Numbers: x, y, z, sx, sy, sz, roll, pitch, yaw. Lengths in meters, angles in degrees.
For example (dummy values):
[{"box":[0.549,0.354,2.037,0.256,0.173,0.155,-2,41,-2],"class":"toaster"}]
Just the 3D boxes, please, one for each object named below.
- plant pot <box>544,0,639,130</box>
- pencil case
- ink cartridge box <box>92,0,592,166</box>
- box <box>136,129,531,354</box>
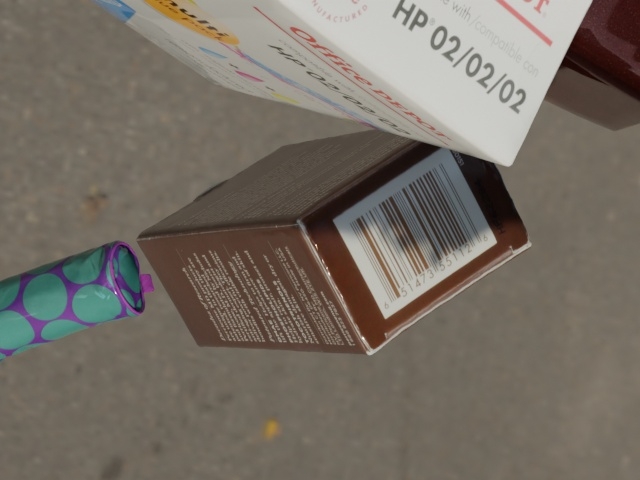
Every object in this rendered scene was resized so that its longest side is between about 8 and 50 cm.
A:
[{"box":[0.204,-0.226,1.426,0.267,0.235,0.267,-49,-178,-4],"class":"plant pot"},{"box":[-0.216,0.051,1.595,0.070,0.151,0.064,36,38,-62],"class":"pencil case"},{"box":[0.002,-0.078,0.568,0.104,0.181,0.062,31,82,-40],"class":"ink cartridge box"},{"box":[0.000,0.000,1.794,0.191,0.381,0.143,-33,104,-22],"class":"box"}]
